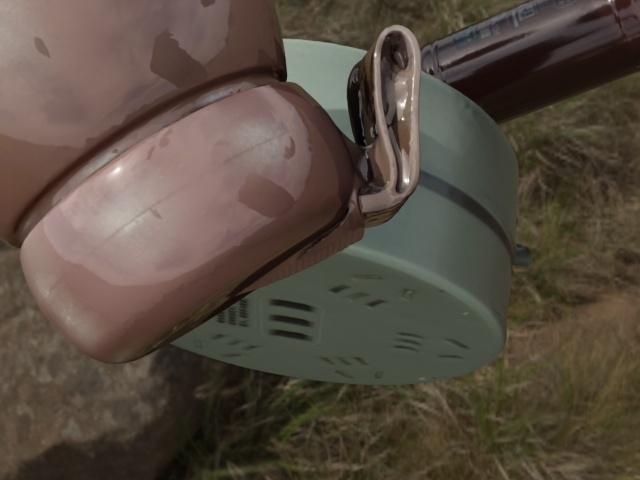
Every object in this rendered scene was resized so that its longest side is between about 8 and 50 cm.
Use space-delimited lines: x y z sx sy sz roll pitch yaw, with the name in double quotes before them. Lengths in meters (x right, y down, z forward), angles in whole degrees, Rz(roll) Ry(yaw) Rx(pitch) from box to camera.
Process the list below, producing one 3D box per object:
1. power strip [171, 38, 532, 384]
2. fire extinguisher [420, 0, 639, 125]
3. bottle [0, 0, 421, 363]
"power strip" 0.000 0.000 0.761 0.357 0.357 0.161 3 65 16
"fire extinguisher" 0.211 -0.192 1.007 0.337 0.114 0.135 -19 7 22
"bottle" -0.096 -0.104 0.395 0.206 0.173 0.297 -32 85 -13
